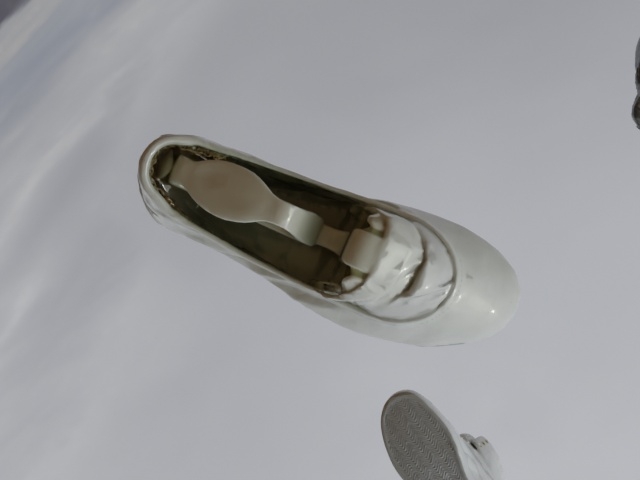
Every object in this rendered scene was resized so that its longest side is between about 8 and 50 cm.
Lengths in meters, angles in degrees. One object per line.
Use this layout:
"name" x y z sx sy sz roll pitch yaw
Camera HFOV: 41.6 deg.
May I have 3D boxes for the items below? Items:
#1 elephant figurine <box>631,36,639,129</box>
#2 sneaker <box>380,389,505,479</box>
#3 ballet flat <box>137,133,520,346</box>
"elephant figurine" 0.354 -0.174 0.633 0.169 0.186 0.239 -44 166 -37
"sneaker" 0.196 0.333 1.322 0.108 0.292 0.169 -31 -171 17
"ballet flat" 0.000 0.000 0.800 0.139 0.400 0.139 22 90 -85
